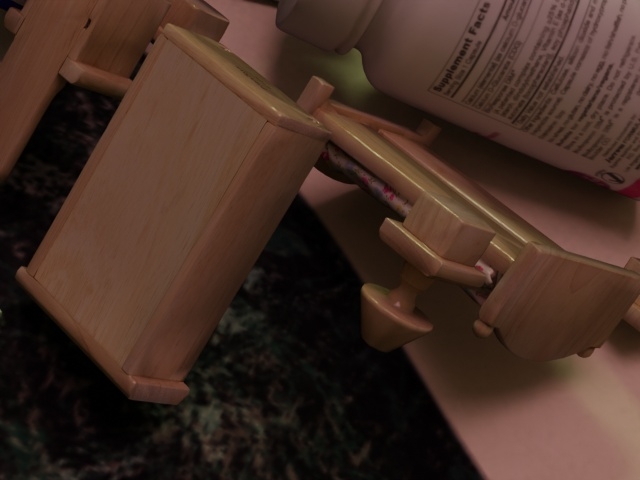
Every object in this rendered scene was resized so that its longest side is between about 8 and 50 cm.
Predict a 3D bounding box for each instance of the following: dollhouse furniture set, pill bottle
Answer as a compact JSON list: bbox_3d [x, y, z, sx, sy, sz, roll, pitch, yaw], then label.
[{"bbox_3d":[0.000,0.000,1.089,0.303,0.174,0.355,41,15,35],"label":"dollhouse furniture set"},{"bbox_3d":[0.125,-0.147,1.174,0.283,0.160,0.160,22,43,-11],"label":"pill bottle"}]

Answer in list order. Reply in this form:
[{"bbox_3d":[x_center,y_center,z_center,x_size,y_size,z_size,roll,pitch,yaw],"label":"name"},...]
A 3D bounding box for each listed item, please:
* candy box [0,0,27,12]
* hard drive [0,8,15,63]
[{"bbox_3d":[-0.245,-0.260,1.054,0.268,0.122,0.317,45,8,25],"label":"candy box"},{"bbox_3d":[-0.348,-0.119,1.052,0.210,0.040,0.318,44,47,20],"label":"hard drive"}]
